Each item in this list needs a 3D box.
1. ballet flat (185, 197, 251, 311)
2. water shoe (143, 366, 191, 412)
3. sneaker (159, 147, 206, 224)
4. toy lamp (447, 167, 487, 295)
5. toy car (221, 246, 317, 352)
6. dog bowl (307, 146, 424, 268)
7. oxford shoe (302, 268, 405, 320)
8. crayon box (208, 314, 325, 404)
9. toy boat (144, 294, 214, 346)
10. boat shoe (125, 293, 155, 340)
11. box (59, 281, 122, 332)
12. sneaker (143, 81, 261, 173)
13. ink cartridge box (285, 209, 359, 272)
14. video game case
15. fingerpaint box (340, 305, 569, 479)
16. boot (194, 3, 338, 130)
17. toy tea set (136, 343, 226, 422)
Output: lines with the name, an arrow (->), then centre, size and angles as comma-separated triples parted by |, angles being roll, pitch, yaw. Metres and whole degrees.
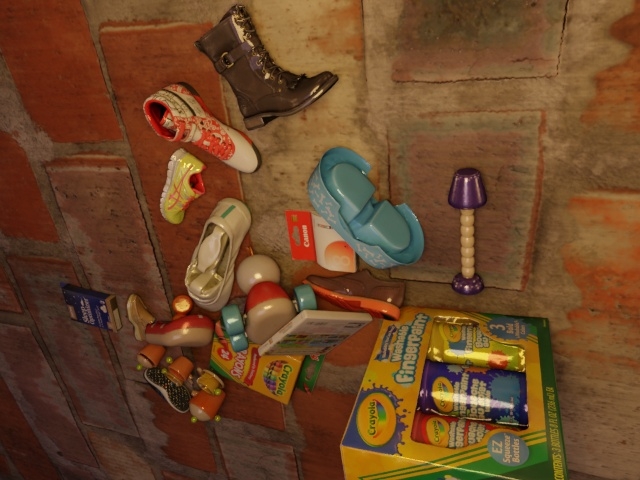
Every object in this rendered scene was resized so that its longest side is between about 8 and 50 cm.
ballet flat -> -0.291, 0.066, 1.246 | 0.139, 0.139, 0.400 | 28, 125, 4
water shoe -> -0.527, 0.511, 1.645 | 0.203, 0.073, 0.080 | 50, 145, -6
sneaker -> -0.337, -0.120, 1.187 | 0.094, 0.081, 0.208 | 24, 124, 4
toy lamp -> 0.308, -0.017, 1.000 | 0.080, 0.080, 0.274 | 3, 121, 19
toy car -> -0.149, 0.127, 1.216 | 0.219, 0.237, 0.210 | -15, 149, -11
dog bowl -> 0.092, -0.061, 1.012 | 0.297, 0.166, 0.074 | 46, 136, -9
oxford shoe -> 0.081, 0.118, 1.171 | 0.272, 0.098, 0.097 | 13, 161, 28
crayon box -> -0.161, 0.351, 1.391 | 0.319, 0.081, 0.202 | 21, 124, 8
toy boat -> -0.408, 0.233, 1.393 | 0.231, 0.151, 0.151 | -9, 74, 45
boat shoe -> -0.556, 0.243, 1.499 | 0.072, 0.068, 0.189 | 4, 131, 5
box -> -0.773, 0.221, 1.581 | 0.225, 0.036, 0.136 | 11, 122, 16
sneaker -> -0.264, -0.229, 1.055 | 0.270, 0.145, 0.090 | 44, 124, -8
ink cartridge box -> 0.000, 0.000, 1.148 | 0.180, 0.045, 0.145 | 2, 119, 17
video game case -> -0.012, 0.238, 1.212 | 0.206, 0.227, 0.026 | -44, 53, 34
fingerpaint box -> 0.282, 0.329, 0.986 | 0.371, 0.445, 0.163 | 2, 118, 21
boot -> -0.116, -0.359, 0.955 | 0.263, 0.091, 0.228 | -14, 113, 30
toy tea set -> -0.447, 0.453, 1.497 | 0.336, 0.124, 0.200 | 20, 142, 24
